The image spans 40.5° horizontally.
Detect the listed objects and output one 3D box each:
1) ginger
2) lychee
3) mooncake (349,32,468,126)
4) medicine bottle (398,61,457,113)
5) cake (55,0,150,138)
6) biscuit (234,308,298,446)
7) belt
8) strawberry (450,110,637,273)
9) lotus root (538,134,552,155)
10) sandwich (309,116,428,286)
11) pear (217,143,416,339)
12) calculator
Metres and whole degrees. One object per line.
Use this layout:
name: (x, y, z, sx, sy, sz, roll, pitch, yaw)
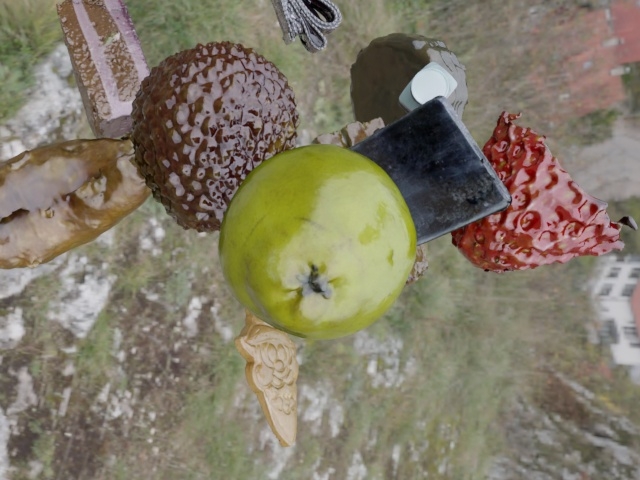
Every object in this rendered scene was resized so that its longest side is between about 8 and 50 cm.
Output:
ginger: (-0.389, -0.068, 1.304, 0.321, 0.172, 0.165, -26, 105, -3)
lychee: (-0.145, -0.142, 1.181, 0.236, 0.236, 0.271, 25, 67, -48)
mooncake: (0.166, -0.270, 1.600, 0.124, 0.228, 0.228, -23, 107, -49)
medicine bottle: (0.150, -0.207, 1.211, 0.055, 0.074, 0.118, 44, 6, 0)
cake: (-0.345, -0.282, 1.403, 0.115, 0.113, 0.295, -12, 64, -19)
biscuit: (-0.073, 0.189, 1.320, 0.162, 0.035, 0.250, -1, 78, -62)
belt: (-0.099, -0.557, 1.844, 0.126, 0.094, 0.359, -41, 103, -5)
strawberry: (0.262, -0.027, 1.120, 0.178, 0.234, 0.234, -43, 133, 6)
lotus root: (0.314, -0.134, 1.302, 0.099, 0.054, 0.049, -100, 176, -51)
sandwich: (0.027, -0.023, 1.395, 0.131, 0.325, 0.262, -14, 82, -21)
pear: (0.000, 0.000, 0.942, 0.269, 0.212, 0.212, -74, 150, -69)
calculator: (0.104, -0.068, 1.085, 0.021, 0.261, 0.161, -42, 102, -41)
